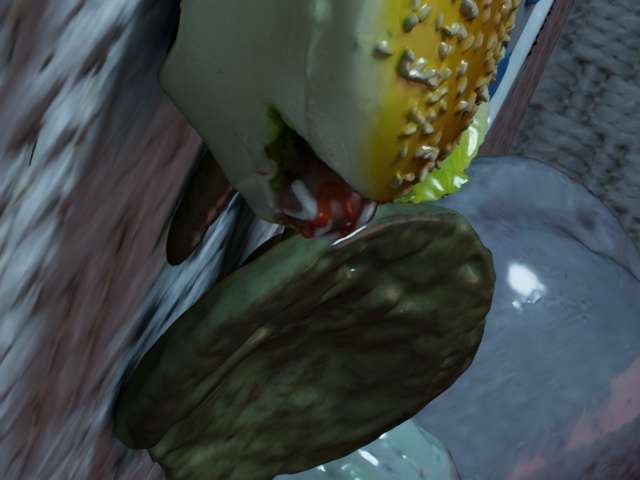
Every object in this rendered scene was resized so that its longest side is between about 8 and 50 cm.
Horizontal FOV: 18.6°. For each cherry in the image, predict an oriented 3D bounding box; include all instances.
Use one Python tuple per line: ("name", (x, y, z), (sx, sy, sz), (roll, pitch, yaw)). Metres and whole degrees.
("cherry", (0.134, 0.096, 1.610), (0.335, 0.291, 0.326), (-12, 107, -29))

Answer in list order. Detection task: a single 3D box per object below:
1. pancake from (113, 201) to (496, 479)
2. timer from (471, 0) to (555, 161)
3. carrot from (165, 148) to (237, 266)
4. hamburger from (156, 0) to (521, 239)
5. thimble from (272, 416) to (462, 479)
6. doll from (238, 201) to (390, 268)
("pancake", (-0.006, 0.060, 0.996), (0.222, 0.042, 0.236), (-42, 150, 13))
("timer", (0.103, -0.166, 1.228), (0.262, 0.087, 0.237), (-64, 173, 2))
("carrot", (-0.002, -0.099, 0.857), (0.254, 0.049, 0.049), (-60, 174, -1))
("hamburger", (0.022, -0.099, 0.707), (0.210, 0.116, 0.173), (-56, 167, -54))
("thimble", (-0.009, 0.200, 1.391), (0.211, 0.185, 0.149), (-16, -145, 50))
("doll", (0.001, 0.000, 1.056), (0.291, 0.086, 0.117), (110, -15, -47))
